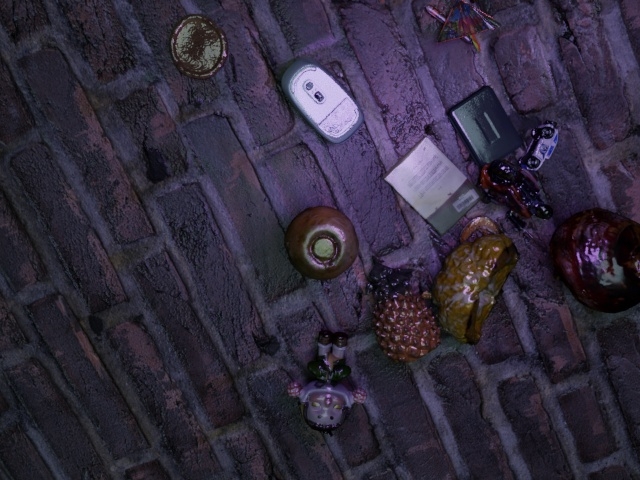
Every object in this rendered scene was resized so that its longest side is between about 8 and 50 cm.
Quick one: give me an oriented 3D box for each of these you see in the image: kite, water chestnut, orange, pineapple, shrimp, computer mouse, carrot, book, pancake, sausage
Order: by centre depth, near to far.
[{"bbox_3d":[0.000,0.000,1.489,0.224,0.340,0.224,0,98,-2],"label":"carrot"},{"bbox_3d":[0.448,-0.666,1.490,0.241,0.014,0.183,-24,88,-14],"label":"kite"},{"bbox_3d":[0.402,-0.678,1.502,0.198,0.025,0.028,34,92,-6],"label":"sausage"},{"bbox_3d":[0.004,-0.443,1.522,0.159,0.097,0.288,-45,109,7],"label":"computer mouse"},{"bbox_3d":[0.870,0.068,1.528,0.351,0.302,0.350,7,74,-25],"label":"water chestnut"},{"bbox_3d":[-0.389,-0.617,1.530,0.199,0.021,0.199,0,101,-1],"label":"pancake"},{"bbox_3d":[0.478,0.135,1.538,0.210,0.271,0.368,29,96,26],"label":"orange"},{"bbox_3d":[0.378,-0.179,1.602,0.201,0.026,0.289,-44,97,8],"label":"book"},{"bbox_3d":[0.259,0.212,1.607,0.223,0.223,0.357,-20,89,5],"label":"pineapple"},{"bbox_3d":[0.559,0.013,1.634,0.195,0.035,0.148,44,100,-8],"label":"shrimp"}]

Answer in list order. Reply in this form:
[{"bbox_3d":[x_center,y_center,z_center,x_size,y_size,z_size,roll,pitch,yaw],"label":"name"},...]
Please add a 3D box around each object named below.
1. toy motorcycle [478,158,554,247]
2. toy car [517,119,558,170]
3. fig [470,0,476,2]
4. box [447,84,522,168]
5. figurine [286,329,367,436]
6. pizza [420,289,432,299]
[{"bbox_3d":[0.638,-0.128,1.546,0.401,0.207,0.134,36,86,-23],"label":"toy motorcycle"},{"bbox_3d":[0.709,-0.303,1.546,0.070,0.080,0.170,21,100,-5],"label":"toy car"},{"bbox_3d":[0.412,-0.877,1.424,0.190,0.190,0.290,-47,133,9],"label":"fig"},{"bbox_3d":[0.530,-0.363,1.551,0.160,0.050,0.230,-33,99,6],"label":"box"},{"bbox_3d":[0.024,0.504,1.682,0.282,0.167,0.369,6,94,-2],"label":"figurine"},{"bbox_3d":[0.388,0.188,1.682,0.083,0.016,0.037,-12,102,7],"label":"pizza"}]
